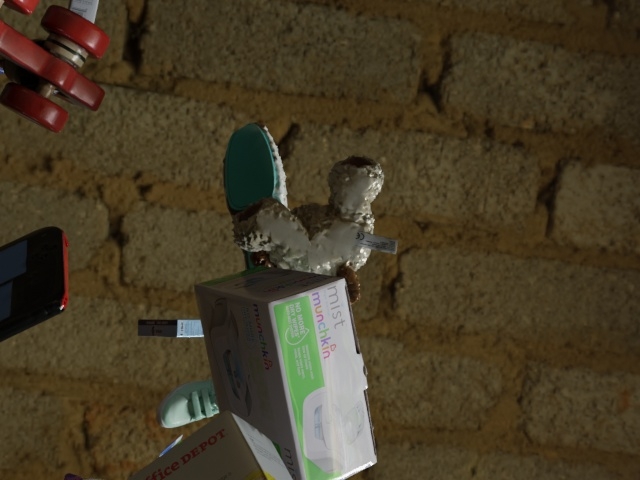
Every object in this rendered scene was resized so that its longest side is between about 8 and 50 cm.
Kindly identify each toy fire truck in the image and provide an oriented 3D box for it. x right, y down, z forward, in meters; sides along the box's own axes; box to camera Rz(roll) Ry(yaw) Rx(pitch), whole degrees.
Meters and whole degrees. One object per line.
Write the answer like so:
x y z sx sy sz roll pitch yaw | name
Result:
-0.483 -0.297 1.112 0.253 0.169 0.302 24 175 39 | toy fire truck

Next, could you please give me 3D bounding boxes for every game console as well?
-0.686 0.123 1.479 0.386 0.060 0.342 -26 -151 -5 | game console

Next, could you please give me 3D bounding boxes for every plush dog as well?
0.000 0.000 1.232 0.262 0.211 0.225 -27 -177 -8 | plush dog

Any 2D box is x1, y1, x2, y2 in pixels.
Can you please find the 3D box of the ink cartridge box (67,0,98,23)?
-0.424 -0.533 1.361 0.066 0.233 0.189 3 161 -23 | ink cartridge box

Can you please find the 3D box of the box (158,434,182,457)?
-0.434 0.640 2.080 0.042 0.178 0.109 35 -150 12 | box

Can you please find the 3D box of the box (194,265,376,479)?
-0.051 0.180 1.027 0.126 0.262 0.231 -15 -169 -31 | box

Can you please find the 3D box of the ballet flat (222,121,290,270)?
-0.129 -0.054 1.659 0.146 0.409 0.147 -8 169 -2 | ballet flat

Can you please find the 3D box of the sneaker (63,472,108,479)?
-0.354 0.394 0.957 0.282 0.161 0.102 -9 168 -34 | sneaker

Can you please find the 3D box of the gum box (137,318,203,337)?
-0.291 0.197 1.675 0.156 0.041 0.184 -5 172 44 | gum box

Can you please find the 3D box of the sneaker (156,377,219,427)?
-0.267 0.395 1.820 0.255 0.094 0.151 -20 -167 -34 | sneaker

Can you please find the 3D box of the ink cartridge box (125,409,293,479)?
-0.077 0.274 0.680 0.176 0.128 0.127 55 178 32 | ink cartridge box
